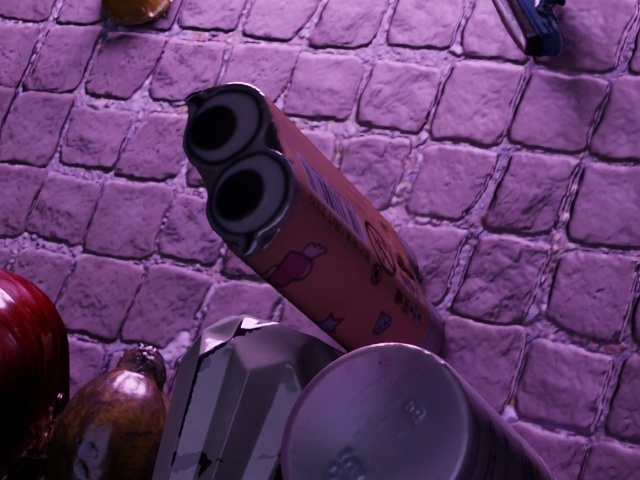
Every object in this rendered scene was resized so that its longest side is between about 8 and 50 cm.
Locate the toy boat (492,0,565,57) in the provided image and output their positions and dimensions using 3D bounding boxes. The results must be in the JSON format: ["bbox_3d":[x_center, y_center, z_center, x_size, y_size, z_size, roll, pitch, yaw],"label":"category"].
[{"bbox_3d":[0.192,-0.225,1.683,0.060,0.060,0.137,-18,53,-10],"label":"toy boat"}]

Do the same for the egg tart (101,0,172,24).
[{"bbox_3d":[-0.193,-0.273,1.932,0.105,0.039,0.105,-13,61,24],"label":"egg tart"}]

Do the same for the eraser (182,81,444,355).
[{"bbox_3d":[0.000,0.000,1.519,0.087,0.290,0.171,-29,55,14],"label":"eraser"}]

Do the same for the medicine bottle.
[{"bbox_3d":[0.090,0.193,1.388,0.152,0.254,0.152,-13,58,23],"label":"medicine bottle"}]

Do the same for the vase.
[{"bbox_3d":[-0.086,0.248,1.530,0.165,0.165,0.360,13,75,33],"label":"vase"}]

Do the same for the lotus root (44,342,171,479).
[{"bbox_3d":[-0.184,0.191,1.627,0.120,0.120,0.210,4,72,30],"label":"lotus root"}]

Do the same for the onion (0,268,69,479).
[{"bbox_3d":[-0.363,0.135,1.667,0.285,0.273,0.273,28,80,15],"label":"onion"}]
